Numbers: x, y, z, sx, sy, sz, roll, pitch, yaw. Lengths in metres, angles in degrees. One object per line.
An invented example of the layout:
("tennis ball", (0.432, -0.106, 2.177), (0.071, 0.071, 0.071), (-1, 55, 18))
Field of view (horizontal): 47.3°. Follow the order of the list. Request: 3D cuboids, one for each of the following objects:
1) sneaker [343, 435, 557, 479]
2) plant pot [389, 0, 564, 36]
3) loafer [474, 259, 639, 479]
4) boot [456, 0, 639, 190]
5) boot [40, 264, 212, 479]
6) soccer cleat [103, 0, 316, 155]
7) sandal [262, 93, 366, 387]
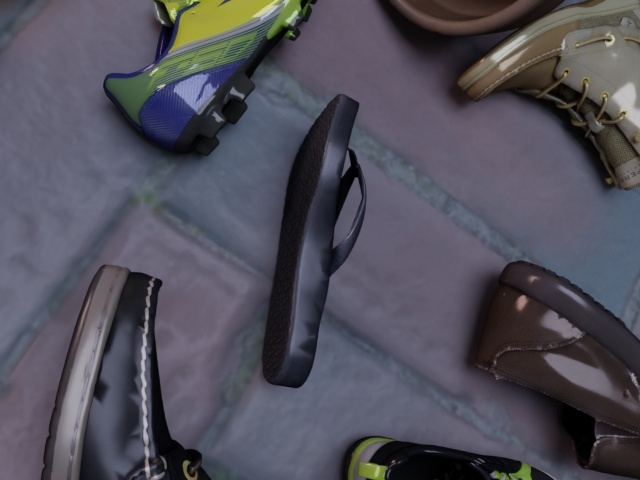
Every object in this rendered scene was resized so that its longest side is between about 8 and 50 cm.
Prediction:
("sneaker", (0.131, 0.226, 0.634), (0.234, 0.097, 0.084), (15, 74, -19))
("plant pot", (0.205, -0.339, 0.731), (0.229, 0.263, 0.263), (-16, 85, -43))
("loafer", (0.296, 0.171, 0.714), (0.366, 0.134, 0.130), (38, 91, 0))
("boot", (0.284, -0.143, 0.782), (0.262, 0.095, 0.203), (-25, 90, -29))
("boot", (-0.048, 0.212, 0.521), (0.284, 0.138, 0.377), (3, 81, -11))
("soccer cleat", (-0.078, -0.207, 0.649), (0.121, 0.093, 0.289), (34, 68, -5))
("sandal", (0.000, 0.001, 0.639), (0.054, 0.097, 0.254), (12, 85, -18))
